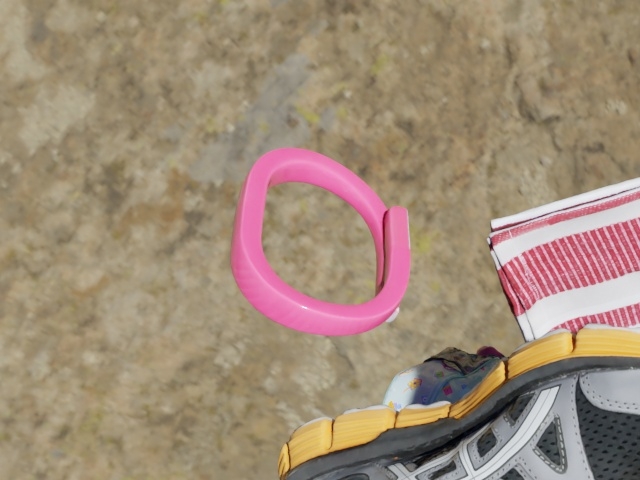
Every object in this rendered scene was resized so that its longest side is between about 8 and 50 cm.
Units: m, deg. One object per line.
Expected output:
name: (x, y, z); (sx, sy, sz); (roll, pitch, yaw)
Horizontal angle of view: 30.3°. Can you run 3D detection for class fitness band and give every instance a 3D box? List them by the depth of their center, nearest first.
fitness band: (0.000, 0.000, 1.379); (0.291, 0.208, 0.054); (-86, 17, -50)

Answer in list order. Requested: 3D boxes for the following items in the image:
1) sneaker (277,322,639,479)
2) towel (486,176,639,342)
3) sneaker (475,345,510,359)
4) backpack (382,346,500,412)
sneaker: (0.066, 0.094, 0.403); (0.215, 0.084, 0.083); (-28, 37, 41)
towel: (0.323, 0.068, 1.232); (0.237, 0.329, 0.037); (-17, 43, 12)
sneaker: (0.381, 0.205, 1.813); (0.299, 0.121, 0.112); (-5, 84, -10)
backpack: (0.162, 0.232, 1.494); (0.144, 0.188, 0.166); (13, 105, 43)
